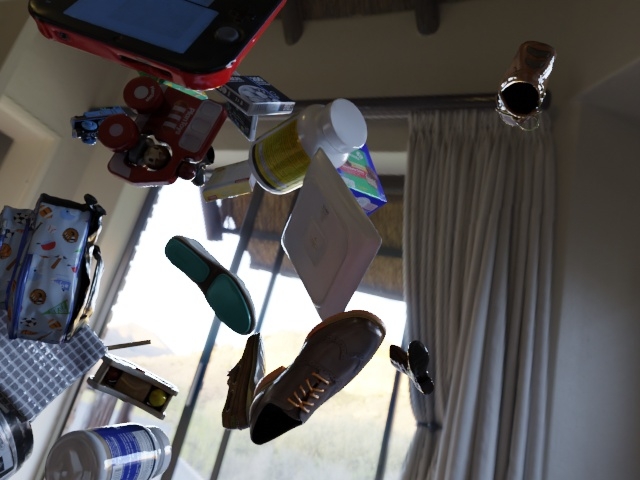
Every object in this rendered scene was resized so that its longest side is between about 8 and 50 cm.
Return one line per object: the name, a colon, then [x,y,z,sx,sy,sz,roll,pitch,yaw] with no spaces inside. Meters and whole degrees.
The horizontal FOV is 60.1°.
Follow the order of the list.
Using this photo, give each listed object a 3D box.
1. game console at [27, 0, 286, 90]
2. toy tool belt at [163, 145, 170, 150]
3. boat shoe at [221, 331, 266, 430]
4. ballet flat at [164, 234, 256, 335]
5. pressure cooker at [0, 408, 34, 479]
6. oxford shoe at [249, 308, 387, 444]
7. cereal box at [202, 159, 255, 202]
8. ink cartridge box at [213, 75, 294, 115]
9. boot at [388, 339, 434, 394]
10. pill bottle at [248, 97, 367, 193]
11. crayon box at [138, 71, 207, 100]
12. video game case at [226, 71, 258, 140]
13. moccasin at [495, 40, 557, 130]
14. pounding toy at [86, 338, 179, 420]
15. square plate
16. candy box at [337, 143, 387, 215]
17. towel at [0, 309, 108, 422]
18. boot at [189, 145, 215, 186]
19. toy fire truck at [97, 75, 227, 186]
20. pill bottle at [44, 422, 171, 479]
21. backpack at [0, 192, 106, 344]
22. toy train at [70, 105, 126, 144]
game console: [-0.290,-0.443,1.027,0.387,0.342,0.060,21,-31,6]
toy tool belt: [-0.485,-0.310,1.773,0.051,0.083,0.052,-12,14,12]
boat shoe: [-0.212,0.374,1.517,0.104,0.307,0.110,-9,-56,6]
ballet flat: [-0.314,0.122,1.706,0.400,0.139,0.139,43,-16,15]
pressure cooker: [-0.967,0.509,1.423,0.375,0.420,0.370,41,-59,8]
oxford shoe: [-0.009,0.268,1.038,0.130,0.132,0.363,36,-61,-9]
cereal box: [-0.315,-0.219,1.982,0.173,0.240,0.047,-13,-62,9]
ink cartridge box: [-0.207,-0.421,1.544,0.208,0.206,0.045,37,-61,18]
boot: [0.143,0.193,0.933,0.037,0.106,0.114,-20,21,-14]
pill bottle: [-0.037,-0.265,1.559,0.188,0.187,0.334,30,-33,-33]
crayon box: [-0.565,-0.607,2.086,0.081,0.165,0.278,-38,-13,16]
video game case: [-0.271,-0.469,1.927,0.022,0.190,0.173,-15,-42,-34]
moccasin: [0.560,-0.397,1.533,0.139,0.147,0.380,22,-4,8]
pounding toy: [-0.471,0.320,1.386,0.270,0.154,0.154,27,-14,5]
square plate: [0.000,0.000,1.410,0.049,0.347,0.344,-6,-42,-30]
candy box: [0.067,-0.262,1.890,0.122,0.317,0.268,-36,-33,31]
towel: [-0.633,0.222,1.199,0.121,0.235,0.283,-18,-67,41]
boot: [-0.438,-0.275,2.053,0.137,0.077,0.197,22,-43,35]
toy fire truck: [-0.421,-0.277,1.486,0.254,0.302,0.169,23,-15,10]
pill bottle: [-0.462,0.493,1.239,0.153,0.153,0.265,6,-11,21]
backpack: [-0.536,0.066,1.076,0.213,0.263,0.276,3,-25,-22]
toy train: [-0.675,-0.354,1.696,0.105,0.184,0.080,46,-45,27]
